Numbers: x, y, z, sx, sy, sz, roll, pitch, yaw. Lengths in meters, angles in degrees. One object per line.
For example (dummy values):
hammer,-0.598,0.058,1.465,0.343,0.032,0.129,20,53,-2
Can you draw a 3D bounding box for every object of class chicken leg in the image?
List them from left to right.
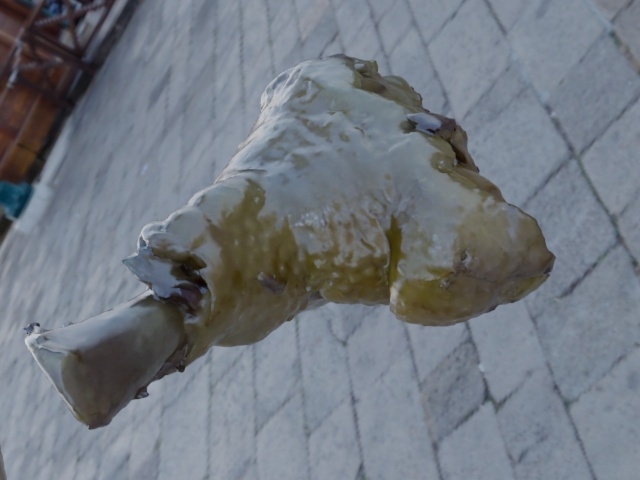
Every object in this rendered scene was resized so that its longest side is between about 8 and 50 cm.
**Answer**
chicken leg,0.000,0.000,0.642,0.295,0.409,0.182,18,125,34

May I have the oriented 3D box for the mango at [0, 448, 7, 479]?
mango,-0.169,0.032,0.284,0.113,0.253,0.138,-28,4,-27
